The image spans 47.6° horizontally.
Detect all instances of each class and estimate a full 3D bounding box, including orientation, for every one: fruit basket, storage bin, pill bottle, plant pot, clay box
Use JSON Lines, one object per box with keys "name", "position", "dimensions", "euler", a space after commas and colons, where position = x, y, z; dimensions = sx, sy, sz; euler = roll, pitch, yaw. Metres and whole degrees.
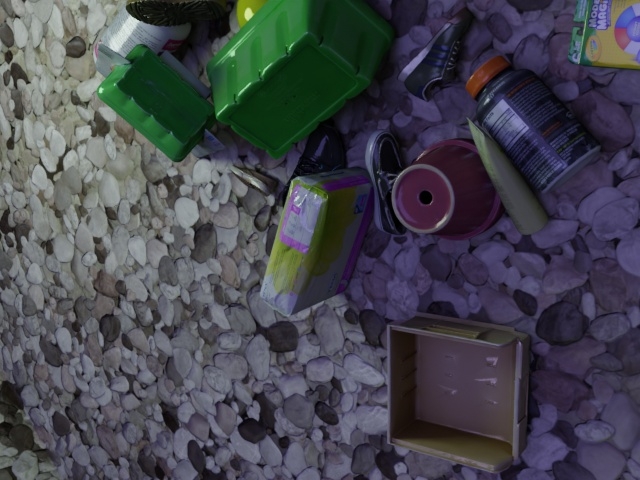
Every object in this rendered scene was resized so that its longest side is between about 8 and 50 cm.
{"name": "fruit basket", "position": [-0.364, -0.311, 1.637], "dimensions": [0.327, 0.353, 0.165], "euler": [41, 86, -16]}
{"name": "fruit basket", "position": [-0.060, -0.413, 1.512], "dimensions": [0.392, 0.283, 0.392], "euler": [-38, 34, 32]}
{"name": "storage bin", "position": [0.277, 0.300, 1.469], "dimensions": [0.260, 0.123, 0.262], "euler": [7, 103, 34]}
{"name": "pill bottle", "position": [0.367, -0.213, 1.289], "dimensions": [0.130, 0.130, 0.246], "euler": [-46, 73, 33]}
{"name": "plant pot", "position": [0.233, -0.090, 1.379], "dimensions": [0.201, 0.180, 0.201], "euler": [8, 105, 34]}
{"name": "clay box", "position": [0.523, -0.347, 1.198], "dimensions": [0.222, 0.053, 0.128], "euler": [13, 107, 31]}
{"name": "pill bottle", "position": [-0.414, -0.509, 1.751], "dimensions": [0.283, 0.160, 0.160], "euler": [-40, 77, 35]}

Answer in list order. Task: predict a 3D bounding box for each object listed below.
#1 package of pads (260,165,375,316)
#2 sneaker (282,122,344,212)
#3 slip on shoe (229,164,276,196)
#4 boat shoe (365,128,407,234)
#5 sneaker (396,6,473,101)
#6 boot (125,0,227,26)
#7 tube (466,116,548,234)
{"name": "package of pads", "position": [0.000, 0.000, 1.531], "dimensions": [0.101, 0.229, 0.297], "euler": [29, 116, 27]}
{"name": "sneaker", "position": [-0.021, -0.125, 1.596], "dimensions": [0.101, 0.106, 0.267], "euler": [22, 110, 31]}
{"name": "slip on shoe", "position": [-0.161, -0.151, 1.729], "dimensions": [0.135, 0.051, 0.041], "euler": [31, 77, 35]}
{"name": "boat shoe", "position": [0.148, -0.119, 1.487], "dimensions": [0.070, 0.077, 0.219], "euler": [19, 122, 61]}
{"name": "sneaker", "position": [0.239, -0.348, 1.395], "dimensions": [0.086, 0.064, 0.192], "euler": [51, 124, 6]}
{"name": "boot", "position": [-0.293, -0.607, 1.594], "dimensions": [0.236, 0.089, 0.270], "euler": [1, 69, 7]}
{"name": "tube", "position": [0.333, -0.115, 1.304], "dimensions": [0.070, 0.062, 0.240], "euler": [-3, 133, 51]}
